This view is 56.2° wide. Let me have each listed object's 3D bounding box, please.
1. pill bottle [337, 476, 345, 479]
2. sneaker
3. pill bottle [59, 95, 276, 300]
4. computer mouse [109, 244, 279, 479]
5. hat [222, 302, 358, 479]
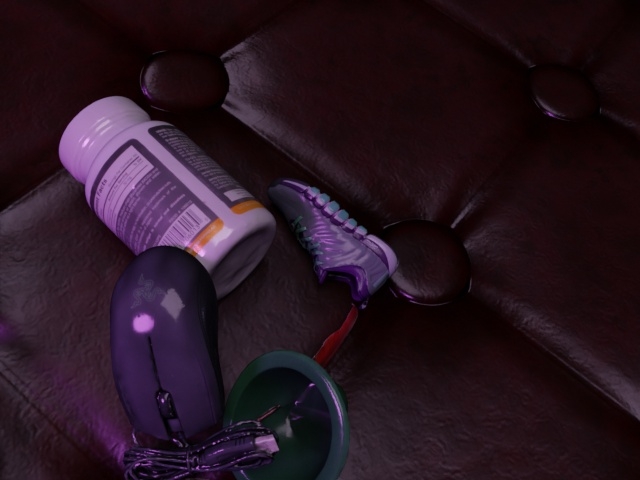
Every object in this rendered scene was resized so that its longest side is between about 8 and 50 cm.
[{"bbox_3d":[0.054,0.335,0.672,0.137,0.078,0.078,32,60,8],"label":"pill bottle"},{"bbox_3d":[0.000,0.000,0.853,0.223,0.083,0.098,35,65,9],"label":"sneaker"},{"bbox_3d":[-0.206,-0.057,0.799,0.278,0.162,0.162,42,62,14],"label":"pill bottle"},{"bbox_3d":[-0.162,0.139,0.662,0.188,0.072,0.272,-13,89,7],"label":"computer mouse"},{"bbox_3d":[0.005,0.214,0.759,0.173,0.183,0.208,39,105,28],"label":"hat"}]
